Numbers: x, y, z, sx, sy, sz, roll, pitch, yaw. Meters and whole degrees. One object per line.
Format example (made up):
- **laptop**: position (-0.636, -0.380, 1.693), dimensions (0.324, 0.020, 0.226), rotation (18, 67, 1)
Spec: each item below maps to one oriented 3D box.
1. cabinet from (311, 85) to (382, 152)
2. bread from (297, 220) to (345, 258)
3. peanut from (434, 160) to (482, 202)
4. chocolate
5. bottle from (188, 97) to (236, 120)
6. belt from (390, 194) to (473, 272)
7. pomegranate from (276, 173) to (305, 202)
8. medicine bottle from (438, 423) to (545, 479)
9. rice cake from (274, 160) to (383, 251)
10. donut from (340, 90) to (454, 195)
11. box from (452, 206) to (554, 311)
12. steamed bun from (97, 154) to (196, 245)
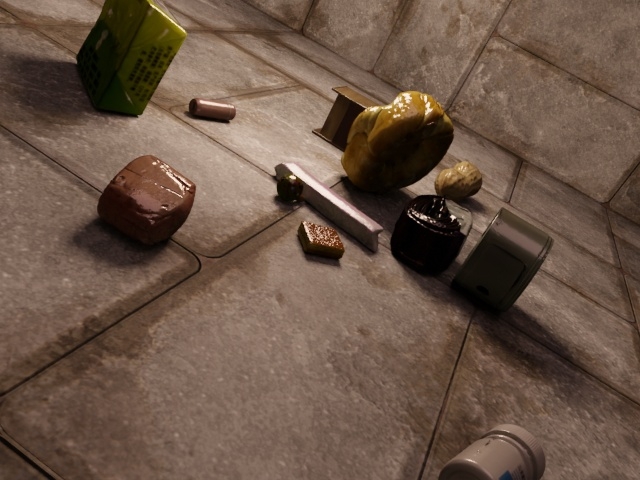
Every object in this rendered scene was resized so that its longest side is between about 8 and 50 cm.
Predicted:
- **cabinet**: position (0.119, -0.407, 2.006), dimensions (0.215, 0.174, 0.148), rotation (33, 27, 11)
- **bread**: position (0.000, 0.000, 1.325), dimensions (0.095, 0.035, 0.090), rotation (13, 30, -28)
- **peanut**: position (0.486, -0.207, 2.036), dimensions (0.120, 0.136, 0.298), rotation (9, 17, 32)
- **chocolate**: position (-0.493, -0.505, 1.498), dimensions (0.137, 0.288, 0.300), rotation (18, 26, -43)
- **bottle**: position (-0.315, -0.385, 1.697), dimensions (0.140, 0.053, 0.053), rotation (-3, 40, -45)
- **belt**: position (0.302, -0.038, 1.534), dimensions (0.184, 0.164, 0.289), rotation (24, 25, 13)
- **pomegranate**: position (-0.071, -0.126, 1.455), dimensions (0.084, 0.073, 0.073), rotation (51, 25, -8)
- **medicine bottle**: position (0.258, 0.350, 0.866), dimensions (0.168, 0.105, 0.105), rotation (-7, 43, -49)
- **rice cake**: position (0.021, -0.099, 1.501), dimensions (0.365, 0.056, 0.073), rotation (39, 30, 22)
- **donut**: position (0.227, -0.286, 1.735), dimensions (0.361, 0.360, 0.170), rotation (0, 53, -43)
- **box**: position (0.457, 0.048, 1.453), dimensions (0.149, 0.226, 0.226), rotation (34, 27, 12)
- **steamed bun**: position (-0.319, -0.069, 1.084), dimensions (0.145, 0.106, 0.175), rotation (34, 40, 0)
